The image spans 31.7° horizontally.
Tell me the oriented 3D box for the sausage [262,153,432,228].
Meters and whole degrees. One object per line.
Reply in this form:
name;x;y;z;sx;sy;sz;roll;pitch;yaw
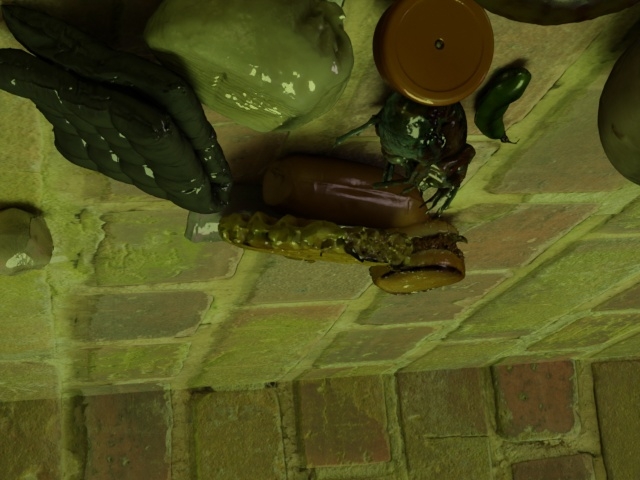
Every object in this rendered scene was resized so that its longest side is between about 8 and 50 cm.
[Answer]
sausage;0.062;-0.068;1.727;0.328;0.112;0.112;8;158;-36

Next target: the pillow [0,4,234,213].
pillow;-0.230;-0.137;1.286;0.228;0.101;0.326;24;170;12

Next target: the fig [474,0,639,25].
fig;0.167;-0.284;0.974;0.217;0.217;0.321;-2;-174;-16

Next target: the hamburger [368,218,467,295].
hamburger;0.175;0.032;2.084;0.182;0.118;0.191;-3;160;-1

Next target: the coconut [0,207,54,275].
coconut;-0.479;0.002;1.757;0.110;0.110;0.124;-11;169;16

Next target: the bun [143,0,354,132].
bun;-0.064;-0.207;1.177;0.229;0.145;0.229;27;172;4

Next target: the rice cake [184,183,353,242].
rice cake;-0.066;-0.045;1.810;0.298;0.050;0.106;-1;141;-16

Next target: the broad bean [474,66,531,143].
broad bean;0.246;-0.182;1.539;0.069;0.039;0.227;-1;165;5

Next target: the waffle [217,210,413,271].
waffle;-0.001;0.004;1.679;0.312;0.060;0.307;8;177;-24

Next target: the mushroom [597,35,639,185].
mushroom;0.520;-0.137;1.342;0.362;0.294;0.362;-8;165;-2

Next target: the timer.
timer;0.106;-0.218;1.275;0.132;0.132;0.152;-1;-173;-17

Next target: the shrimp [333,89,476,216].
shrimp;0.121;-0.132;1.534;0.172;0.137;0.372;28;160;14
